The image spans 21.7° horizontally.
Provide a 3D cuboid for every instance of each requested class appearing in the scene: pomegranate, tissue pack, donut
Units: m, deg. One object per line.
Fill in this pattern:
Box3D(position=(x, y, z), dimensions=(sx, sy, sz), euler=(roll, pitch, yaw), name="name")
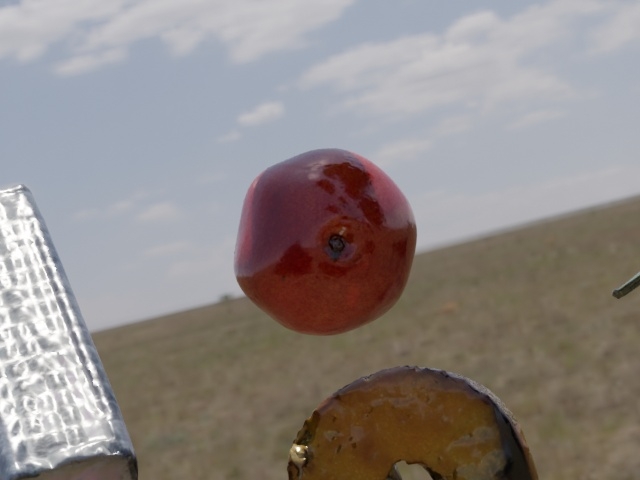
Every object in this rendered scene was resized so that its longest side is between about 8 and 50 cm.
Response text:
Box3D(position=(0.000, 0.000, 1.969), dimensions=(0.221, 0.221, 0.257), euler=(-13, 11, -20), name="pomegranate")
Box3D(position=(-0.259, 0.174, 1.525), dimensions=(0.124, 0.288, 0.394), euler=(-14, 39, -13), name="tissue pack")
Box3D(position=(0.089, 0.237, 1.552), dimensions=(0.253, 0.253, 0.118), euler=(-14, -1, 12), name="donut")

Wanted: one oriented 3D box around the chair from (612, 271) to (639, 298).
Box3D(position=(0.542, 0.070, 2.068), dimensions=(0.275, 0.190, 0.203), euler=(-39, 34, -15), name="chair")
